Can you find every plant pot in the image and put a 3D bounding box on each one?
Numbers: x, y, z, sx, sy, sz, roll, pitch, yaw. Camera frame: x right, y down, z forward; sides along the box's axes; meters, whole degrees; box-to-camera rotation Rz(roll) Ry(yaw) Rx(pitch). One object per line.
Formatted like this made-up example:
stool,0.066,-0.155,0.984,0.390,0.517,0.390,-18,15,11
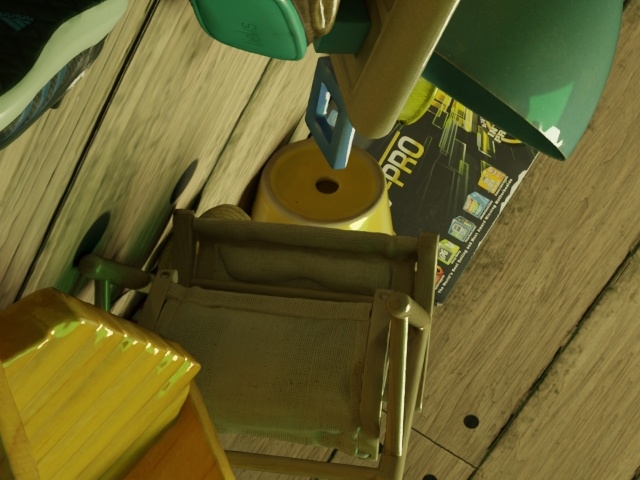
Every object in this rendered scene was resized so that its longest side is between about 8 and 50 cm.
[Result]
plant pot,0.163,-0.234,0.968,0.195,0.290,0.290,-55,177,6
plant pot,0.000,0.000,1.441,0.254,0.254,0.239,-56,162,-38

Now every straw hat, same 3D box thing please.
straw hat,-0.129,0.026,1.060,0.061,0.144,0.144,16,111,-43

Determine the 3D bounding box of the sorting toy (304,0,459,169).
sorting toy,0.019,-0.191,0.673,0.047,0.196,0.347,-7,151,-22

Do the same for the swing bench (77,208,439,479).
swing bench,-0.039,0.079,0.891,0.255,0.253,0.165,-43,138,-75

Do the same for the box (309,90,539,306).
box,0.156,-0.142,1.640,0.395,0.318,0.097,-59,178,17

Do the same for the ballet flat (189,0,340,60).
ballet flat,-0.028,-0.172,0.511,0.342,0.116,0.124,-22,125,-86

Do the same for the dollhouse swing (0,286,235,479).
dollhouse swing,-0.113,0.255,0.559,0.315,0.305,0.347,-47,163,-3

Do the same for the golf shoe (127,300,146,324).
golf shoe,-0.188,0.107,1.098,0.086,0.067,0.186,-28,-171,15

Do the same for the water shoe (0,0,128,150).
water shoe,-0.127,-0.046,0.353,0.080,0.073,0.203,-58,177,32

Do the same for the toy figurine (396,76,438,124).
toy figurine,0.077,-0.285,1.193,0.217,0.191,0.362,-15,155,-39
